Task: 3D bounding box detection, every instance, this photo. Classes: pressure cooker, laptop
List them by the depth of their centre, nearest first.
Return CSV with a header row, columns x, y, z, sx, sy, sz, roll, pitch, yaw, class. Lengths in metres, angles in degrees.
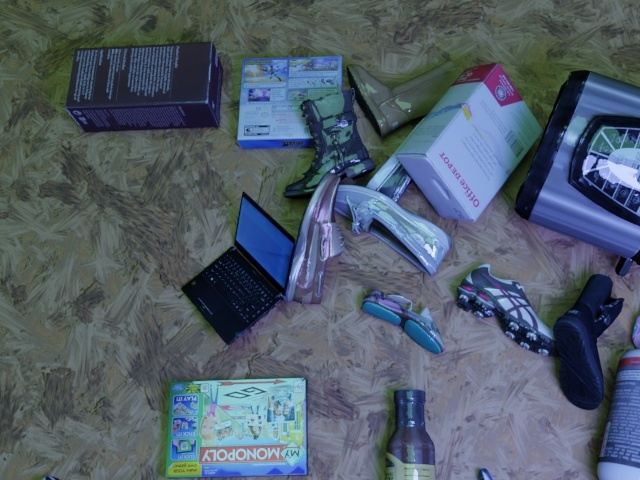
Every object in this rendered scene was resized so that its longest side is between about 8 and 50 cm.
x,y,z,sx,sy,sz,roll,pitch,yaw,class
0.686,-0.155,1.606,0.420,0.370,0.375,23,57,12,pressure cooker
-0.197,0.062,1.699,0.264,0.136,0.234,-40,50,-10,laptop

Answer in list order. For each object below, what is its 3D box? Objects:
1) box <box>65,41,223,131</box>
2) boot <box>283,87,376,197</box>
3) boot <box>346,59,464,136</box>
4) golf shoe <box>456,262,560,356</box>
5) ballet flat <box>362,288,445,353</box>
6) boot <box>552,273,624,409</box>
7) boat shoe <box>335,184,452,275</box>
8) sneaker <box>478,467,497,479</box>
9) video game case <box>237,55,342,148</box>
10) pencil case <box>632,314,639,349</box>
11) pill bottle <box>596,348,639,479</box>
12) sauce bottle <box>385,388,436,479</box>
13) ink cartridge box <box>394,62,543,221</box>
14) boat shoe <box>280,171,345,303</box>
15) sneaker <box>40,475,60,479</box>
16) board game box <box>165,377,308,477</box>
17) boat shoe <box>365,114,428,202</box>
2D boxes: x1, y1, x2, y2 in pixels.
x,y,z,sx,sy,sz,roll,pitch,yaw,class
-0.462,-0.408,1.938,0.381,0.143,0.191,-1,69,7,box
-0.002,-0.240,1.815,0.263,0.091,0.229,-22,86,2,boot
0.230,-0.407,1.901,0.269,0.089,0.236,-25,73,-7,boot
0.446,0.155,1.656,0.273,0.105,0.120,35,69,16,golf shoe
0.204,0.176,1.692,0.221,0.077,0.079,30,56,16,ballet flat
0.606,0.221,1.605,0.094,0.246,0.207,3,30,46,boot
0.155,-0.032,1.748,0.320,0.118,0.103,30,71,8,boat shoe
0.388,0.542,1.548,0.058,0.052,0.135,-28,76,-15,sneaker
-0.077,-0.365,1.922,0.269,0.061,0.244,0,71,6,video game case
0.767,0.188,1.512,0.124,0.284,0.124,1,82,-4,pencil case
0.682,0.421,1.473,0.210,0.210,0.363,17,72,12,pill bottle
0.193,0.494,1.550,0.111,0.111,0.344,0,68,6,sauce bottle
0.356,-0.232,1.728,0.306,0.131,0.226,-49,117,-15,ink cartridge box
0.000,0.000,1.727,0.116,0.123,0.324,17,98,-2,boat shoe
-0.577,0.603,1.619,0.170,0.068,0.071,39,93,26,sneaker
-0.186,0.425,1.646,0.317,0.046,0.214,-3,68,5,board game box
0.245,-0.204,1.805,0.105,0.113,0.306,40,81,11,boat shoe
